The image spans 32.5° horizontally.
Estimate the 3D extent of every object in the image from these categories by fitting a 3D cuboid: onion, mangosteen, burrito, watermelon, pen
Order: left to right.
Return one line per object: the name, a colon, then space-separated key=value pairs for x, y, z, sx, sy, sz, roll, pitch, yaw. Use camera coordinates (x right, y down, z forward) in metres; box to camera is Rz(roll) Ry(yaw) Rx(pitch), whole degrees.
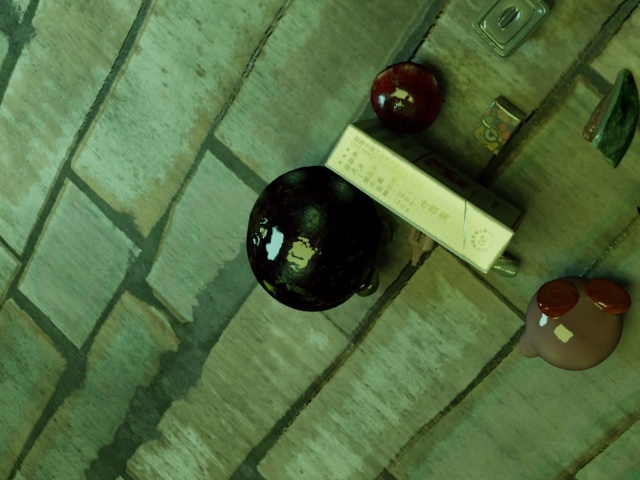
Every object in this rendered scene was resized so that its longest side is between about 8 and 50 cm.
mangosteen: x=0.000 y=0.000 z=2.076 sx=0.288 sy=0.288 sz=0.288 roll=15 pitch=120 yaw=27
onion: x=0.151 y=-0.253 z=1.930 sx=0.131 sy=0.131 sz=0.131 roll=15 pitch=120 yaw=27
pen: x=0.198 y=-0.034 z=2.066 sx=0.053 sy=0.032 sz=0.197 roll=25 pitch=122 yaw=21
burrito: x=0.300 y=0.026 z=2.019 sx=0.149 sy=0.055 sz=0.041 roll=30 pitch=96 yaw=18
watermelon: x=0.470 y=-0.197 z=1.783 sx=0.080 sy=0.101 sz=0.155 roll=41 pitch=120 yaw=24

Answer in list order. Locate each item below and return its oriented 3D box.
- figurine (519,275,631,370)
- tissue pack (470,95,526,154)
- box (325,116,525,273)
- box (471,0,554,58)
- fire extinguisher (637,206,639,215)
figurine: x=0.438 y=0.147 z=1.914 sx=0.173 sy=0.173 sz=0.173 roll=15 pitch=120 yaw=27
tissue pack: x=0.309 y=-0.201 z=1.909 sx=0.063 sy=0.035 sz=0.083 roll=41 pitch=127 yaw=10
box: x=0.188 y=-0.086 z=1.906 sx=0.330 sy=0.210 sz=0.095 roll=36 pitch=107 yaw=8
box: x=0.319 y=-0.370 z=1.801 sx=0.089 sy=0.062 sz=0.122 roll=47 pitch=128 yaw=5
fire extinguisher: x=0.623 y=-0.047 z=1.764 sx=0.231 sy=0.071 sz=0.099 roll=-12 pitch=78 yaw=38
